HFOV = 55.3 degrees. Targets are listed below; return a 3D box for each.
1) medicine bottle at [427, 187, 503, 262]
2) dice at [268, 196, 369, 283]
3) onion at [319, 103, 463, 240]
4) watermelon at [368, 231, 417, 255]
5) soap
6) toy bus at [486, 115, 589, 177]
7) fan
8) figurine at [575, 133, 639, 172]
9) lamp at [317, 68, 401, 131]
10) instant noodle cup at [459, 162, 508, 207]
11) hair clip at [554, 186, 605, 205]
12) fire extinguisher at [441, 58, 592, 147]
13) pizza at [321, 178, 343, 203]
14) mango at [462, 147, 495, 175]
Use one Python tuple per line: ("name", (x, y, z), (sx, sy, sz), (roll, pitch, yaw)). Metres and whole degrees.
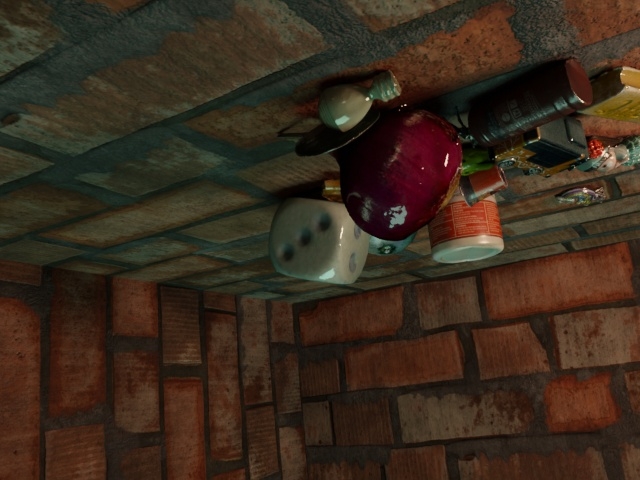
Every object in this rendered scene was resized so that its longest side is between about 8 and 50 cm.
("medicine bottle", (0.511, -0.059, 2.184), (0.252, 0.241, 0.252), (-4, 166, -1))
("dice", (0.000, 0.000, 2.048), (0.268, 0.262, 0.264), (10, -179, 26))
("onion", (0.152, -0.188, 1.522), (0.385, 0.348, 0.348), (28, 172, 14))
("watermelon", (0.233, -0.043, 2.270), (0.322, 0.175, 0.188), (-5, 166, -7))
("soap", (0.749, -0.351, 1.485), (0.232, 0.073, 0.140), (2, 168, -29))
("toy bus", (0.576, -0.267, 1.622), (0.275, 0.138, 0.167), (9, 157, -39))
("fan", (0.027, -0.270, 1.468), (0.223, 0.012, 0.294), (-28, -154, -6))
("figurine", (0.873, -0.265, 1.812), (0.245, 0.110, 0.138), (-6, 156, -9))
("lamp", (0.082, -0.310, 1.352), (0.193, 0.106, 0.106), (-21, 161, 19))
("instant noodle cup", (0.523, -0.187, 1.966), (0.135, 0.127, 0.127), (-22, 160, 25))
("hair clip", (0.992, -0.175, 2.325), (0.172, 0.049, 0.116), (2, 152, 1))
("fire extinguisher", (0.457, -0.314, 1.460), (0.337, 0.135, 0.114), (-23, -161, 46))
("pizza", (0.078, -0.164, 1.976), (0.127, 0.058, 0.246), (-17, 162, 38))
("mango", (0.456, -0.238, 1.818), (0.165, 0.074, 0.091), (-9, 165, -43))
